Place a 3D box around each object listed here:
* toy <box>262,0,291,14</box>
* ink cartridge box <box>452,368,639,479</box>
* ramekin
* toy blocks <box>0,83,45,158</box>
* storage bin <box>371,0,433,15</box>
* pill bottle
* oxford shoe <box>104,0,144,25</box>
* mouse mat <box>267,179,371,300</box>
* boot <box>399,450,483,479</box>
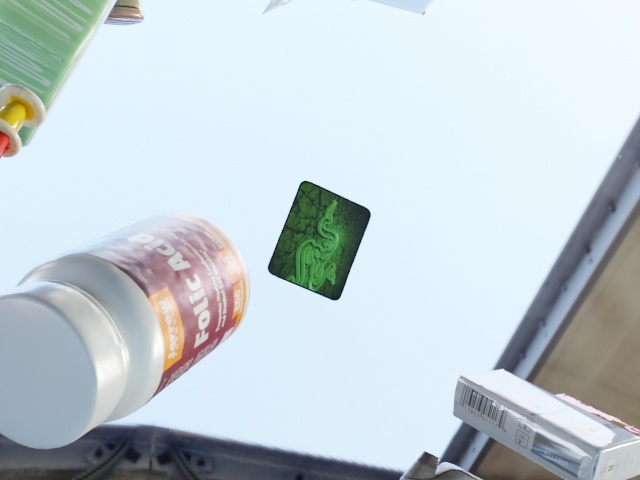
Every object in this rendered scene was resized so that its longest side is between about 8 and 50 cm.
[{"bbox_3d":[0.004,-0.485,1.579,0.056,0.237,0.137,47,-133,4],"label":"toy"},{"bbox_3d":[0.294,0.202,1.020,0.232,0.066,0.189,-5,-160,-41],"label":"ink cartridge box"},{"bbox_3d":[-0.412,-0.278,1.249,0.148,0.303,0.303,31,-141,-18],"label":"ramekin"},{"bbox_3d":[-0.350,-0.080,0.872,0.123,0.054,0.148,-14,-143,34],"label":"toy blocks"},{"bbox_3d":[0.136,-0.461,1.221,0.123,0.260,0.262,16,-174,-2],"label":"storage bin"},{"bbox_3d":[-0.267,0.104,1.178,0.224,0.224,0.392,28,-159,11],"label":"pill bottle"},{"bbox_3d":[-0.474,-0.524,1.811,0.140,0.146,0.397,-2,-160,-40],"label":"oxford shoe"},{"bbox_3d":[0.000,0.000,1.641,0.152,0.007,0.189,23,-100,-15],"label":"mouse mat"},{"bbox_3d":[0.159,0.341,1.199,0.118,0.042,0.087,27,-100,-10],"label":"boot"}]
